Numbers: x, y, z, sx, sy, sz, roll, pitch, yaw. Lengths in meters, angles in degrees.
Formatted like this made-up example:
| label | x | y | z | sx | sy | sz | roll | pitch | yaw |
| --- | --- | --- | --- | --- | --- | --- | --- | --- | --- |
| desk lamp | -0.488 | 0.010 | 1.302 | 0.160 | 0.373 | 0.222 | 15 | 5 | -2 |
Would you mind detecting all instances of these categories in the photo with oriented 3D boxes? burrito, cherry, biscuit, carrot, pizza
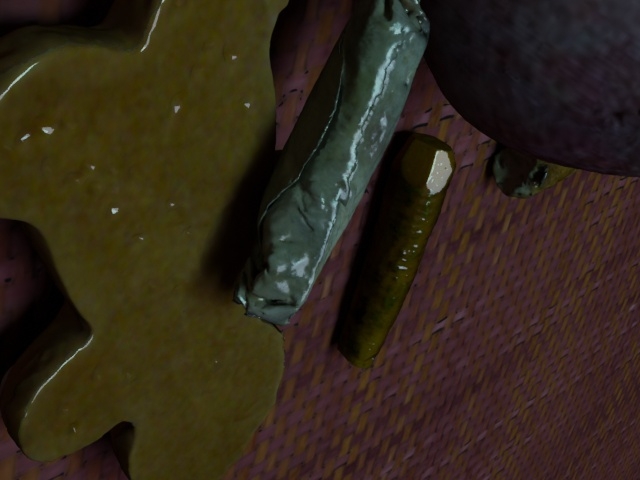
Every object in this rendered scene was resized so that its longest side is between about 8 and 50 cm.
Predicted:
| label | x | y | z | sx | sy | sz | roll | pitch | yaw |
| --- | --- | --- | --- | --- | --- | --- | --- | --- | --- |
| burrito | 0.007 | -0.045 | 0.566 | 0.188 | 0.045 | 0.058 | -63 | 175 | 2 |
| cherry | 0.163 | -0.125 | 0.615 | 0.192 | 0.249 | 0.175 | -57 | 159 | 1 |
| biscuit | -0.081 | 0.011 | 0.574 | 0.216 | 0.047 | 0.340 | -42 | 146 | -25 |
| carrot | 0.047 | 0.010 | 0.773 | 0.042 | 0.042 | 0.171 | -16 | 132 | -50 |
| pizza | 0.192 | -0.114 | 0.863 | 0.182 | 0.062 | 0.161 | -43 | 153 | -17 |

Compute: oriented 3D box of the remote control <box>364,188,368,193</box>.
| label | x | y | z | sx | sy | sz | roll | pitch | yaw |
| --- | --- | --- | --- | --- | --- | --- | --- | --- | --- |
| remote control | 0.000 | 0.000 | 0.714 | 0.091 | 0.016 | 0.034 | -58 | 155 | 0 |
